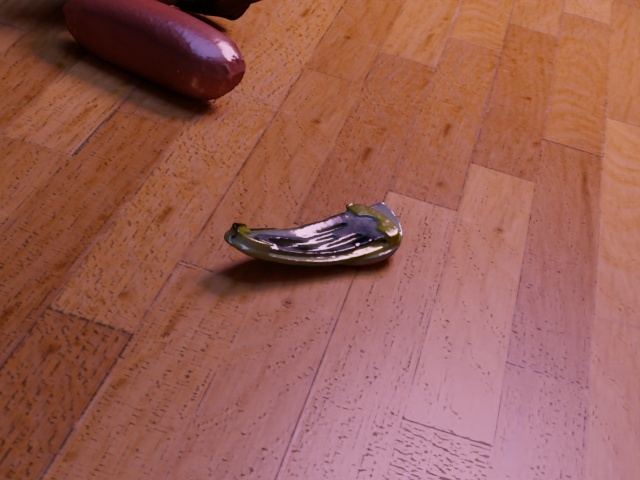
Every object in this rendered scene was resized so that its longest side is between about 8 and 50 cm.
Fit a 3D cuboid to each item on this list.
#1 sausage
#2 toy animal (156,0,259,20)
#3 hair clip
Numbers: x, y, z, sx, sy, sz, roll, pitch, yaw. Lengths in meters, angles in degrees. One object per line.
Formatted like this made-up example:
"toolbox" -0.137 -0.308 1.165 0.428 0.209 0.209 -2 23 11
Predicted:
"sausage" -0.154 -0.184 1.545 0.194 0.077 0.077 26 27 22
"toy animal" -0.182 -0.283 1.633 0.298 0.122 0.185 10 -5 -31
"hair clip" 0.000 0.000 1.289 0.188 0.033 0.060 -7 35 -45
